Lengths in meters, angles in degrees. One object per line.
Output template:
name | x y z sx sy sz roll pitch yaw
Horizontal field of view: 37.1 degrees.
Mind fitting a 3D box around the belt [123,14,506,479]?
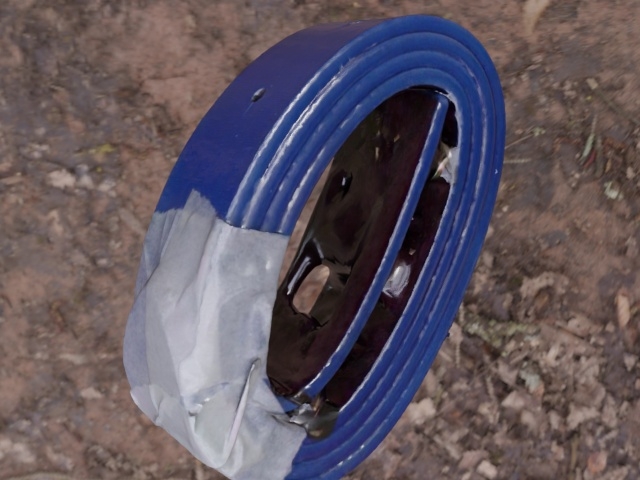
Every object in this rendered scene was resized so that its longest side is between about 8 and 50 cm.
belt | 0.000 0.000 0.680 0.117 0.212 0.347 16 78 55
